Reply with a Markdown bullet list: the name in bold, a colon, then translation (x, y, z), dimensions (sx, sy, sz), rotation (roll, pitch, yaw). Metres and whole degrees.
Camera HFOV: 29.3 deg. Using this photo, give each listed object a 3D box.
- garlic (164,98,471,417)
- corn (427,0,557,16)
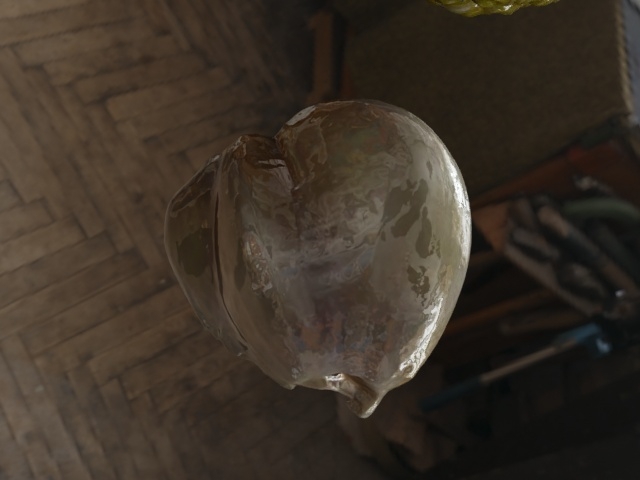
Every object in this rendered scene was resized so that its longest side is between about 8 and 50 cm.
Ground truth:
- **garlic**: translation (0.000, 0.000, 0.858), dimensions (0.228, 0.217, 0.110), rotation (62, 9, 29)
- **corn**: translation (0.111, -0.171, 0.578), dimensions (0.261, 0.097, 0.097), rotation (-38, 100, -45)
